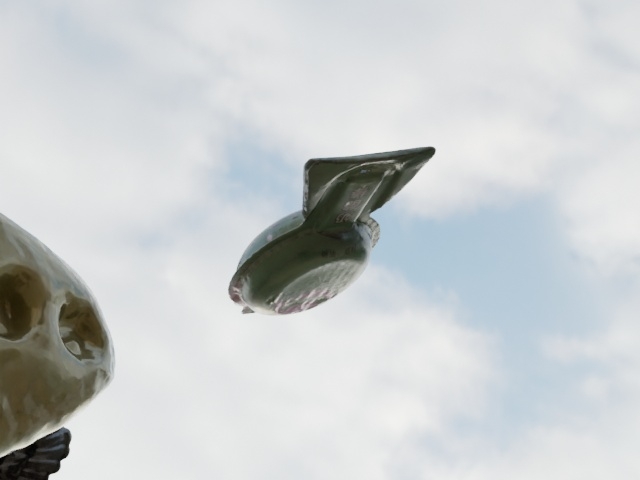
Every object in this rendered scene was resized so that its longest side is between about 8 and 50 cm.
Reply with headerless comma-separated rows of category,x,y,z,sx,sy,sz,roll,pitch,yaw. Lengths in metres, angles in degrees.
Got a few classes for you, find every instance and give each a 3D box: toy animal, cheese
toy animal,-0.337,0.307,1.525,0.197,0.272,0.160,-5,-63,26
cheese,0.000,0.000,0.703,0.067,0.026,0.120,-10,-27,-31
cheese,-0.316,0.027,1.390,0.129,0.328,0.351,-18,-93,38
